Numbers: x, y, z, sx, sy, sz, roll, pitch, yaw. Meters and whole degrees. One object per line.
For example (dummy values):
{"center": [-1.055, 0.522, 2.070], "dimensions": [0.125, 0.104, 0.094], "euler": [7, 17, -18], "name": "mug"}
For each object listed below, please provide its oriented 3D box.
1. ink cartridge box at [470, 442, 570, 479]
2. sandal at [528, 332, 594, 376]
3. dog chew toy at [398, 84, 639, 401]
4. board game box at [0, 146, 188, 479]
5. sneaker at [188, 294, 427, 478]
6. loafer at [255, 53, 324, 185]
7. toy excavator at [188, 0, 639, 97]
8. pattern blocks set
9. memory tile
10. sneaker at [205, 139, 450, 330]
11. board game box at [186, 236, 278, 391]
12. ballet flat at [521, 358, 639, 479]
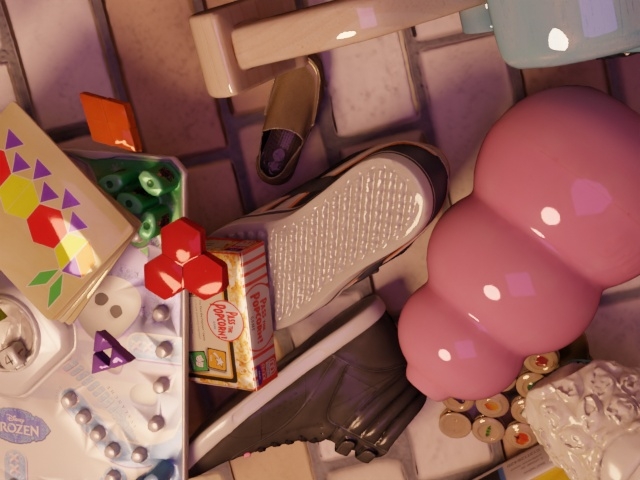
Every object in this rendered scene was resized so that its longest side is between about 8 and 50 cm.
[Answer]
{"center": [0.307, 0.352, 1.329], "dimensions": [0.303, 0.072, 0.307], "euler": [-31, 105, 8], "name": "ink cartridge box"}
{"center": [0.265, 0.130, 1.298], "dimensions": [0.072, 0.049, 0.180], "euler": [-32, 116, 13], "name": "sandal"}
{"center": [0.200, 0.015, 1.173], "dimensions": [0.206, 0.206, 0.332], "euler": [37, 93, -8], "name": "dog chew toy"}
{"center": [-0.325, 0.096, 1.235], "dimensions": [0.390, 0.050, 0.390], "euler": [6, 104, 15], "name": "board game box"}
{"center": [-0.016, 0.200, 1.282], "dimensions": [0.295, 0.104, 0.147], "euler": [-36, 96, 4], "name": "sneaker"}
{"center": [-0.030, -0.123, 1.230], "dimensions": [0.056, 0.050, 0.148], "euler": [12, 104, -3], "name": "loafer"}
{"center": [0.154, -0.237, 1.080], "dimensions": [0.445, 0.433, 0.222], "euler": [-21, 106, -29], "name": "toy excavator"}
{"center": [-0.266, -0.022, 1.148], "dimensions": [0.285, 0.026, 0.325], "euler": [-36, 90, 20], "name": "pattern blocks set"}
{"center": [0.188, 0.161, 1.289], "dimensions": [0.113, 0.012, 0.148], "euler": [11, 125, 7], "name": "memory tile"}
{"center": [0.000, 0.000, 1.233], "dimensions": [0.321, 0.127, 0.126], "euler": [-26, 95, 32], "name": "sneaker"}
{"center": [-0.142, 0.070, 1.236], "dimensions": [0.193, 0.045, 0.147], "euler": [5, 108, 29], "name": "board game box"}
{"center": [0.382, 0.265, 1.199], "dimensions": [0.409, 0.147, 0.147], "euler": [39, 101, -14], "name": "ballet flat"}
